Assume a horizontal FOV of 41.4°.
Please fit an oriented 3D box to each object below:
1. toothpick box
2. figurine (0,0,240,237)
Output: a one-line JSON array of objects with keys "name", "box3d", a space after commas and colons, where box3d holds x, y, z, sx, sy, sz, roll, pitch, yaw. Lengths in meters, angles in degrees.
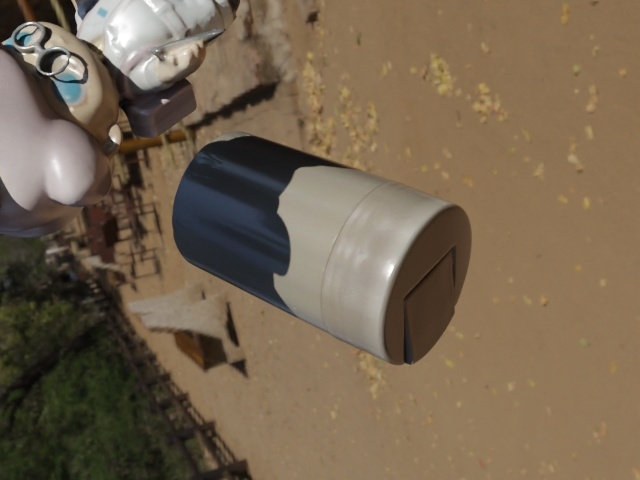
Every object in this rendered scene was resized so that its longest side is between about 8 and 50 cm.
[{"name": "toothpick box", "box3d": [0.000, 0.000, 0.573, 0.180, 0.111, 0.111, 23, 131, 31]}, {"name": "figurine", "box3d": [-0.141, -0.073, 0.440, 0.137, 0.229, 0.112, 41, 159, 17]}]
